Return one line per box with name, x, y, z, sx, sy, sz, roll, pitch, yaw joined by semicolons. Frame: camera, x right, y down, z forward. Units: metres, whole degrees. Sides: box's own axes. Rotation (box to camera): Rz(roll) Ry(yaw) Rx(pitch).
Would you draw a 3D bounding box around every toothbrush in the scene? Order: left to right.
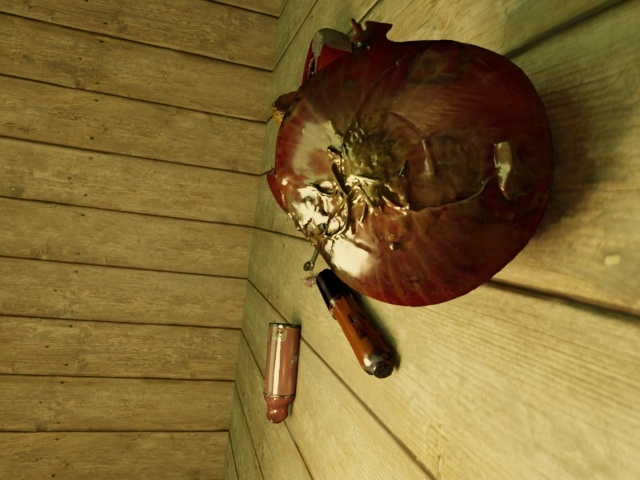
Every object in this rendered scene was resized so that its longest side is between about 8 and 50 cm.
toothbrush;0.000;0.000;1.480;0.030;0.030;0.297;55;141;28

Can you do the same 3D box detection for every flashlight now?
flashlight;-0.029;0.129;1.520;0.031;0.052;0.110;-51;12;-22

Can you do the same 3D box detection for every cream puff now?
cream puff;-0.087;-0.450;1.775;0.169;0.183;0.183;77;-177;-46

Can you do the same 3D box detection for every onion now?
onion;0.109;-0.095;0.605;0.353;0.353;0.354;-173;90;-74

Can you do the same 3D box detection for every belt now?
belt;0.015;-0.492;1.483;0.227;0.115;0.324;-124;41;-63

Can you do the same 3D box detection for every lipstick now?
lipstick;0.070;0.176;1.088;0.418;0.077;0.077;-126;45;-65

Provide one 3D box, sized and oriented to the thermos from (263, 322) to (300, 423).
thermos;-0.139;0.452;1.621;0.136;0.109;0.330;161;114;-72
